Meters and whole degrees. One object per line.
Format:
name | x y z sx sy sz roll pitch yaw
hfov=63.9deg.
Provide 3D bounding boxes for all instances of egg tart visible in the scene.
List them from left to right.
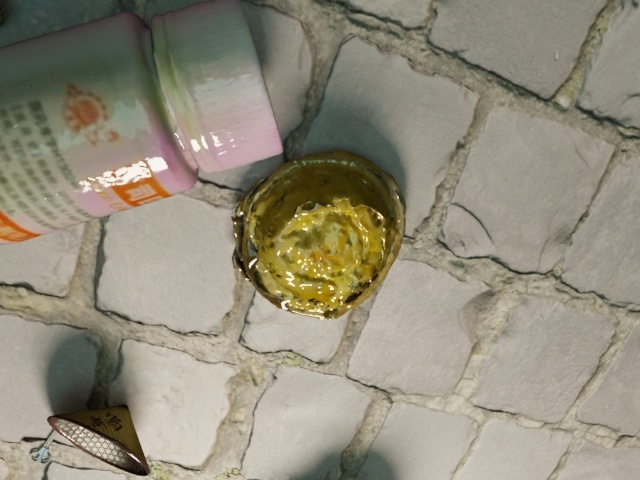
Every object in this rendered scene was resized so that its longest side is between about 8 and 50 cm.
egg tart | 0.000 0.000 0.784 0.290 0.107 0.291 -3 111 -8

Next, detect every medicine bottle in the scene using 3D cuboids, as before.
medicine bottle | -0.255 -0.147 0.627 0.388 0.219 0.219 -18 113 -3

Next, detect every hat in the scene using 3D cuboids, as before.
hat | -0.355 0.318 0.876 0.193 0.082 0.193 17 141 14

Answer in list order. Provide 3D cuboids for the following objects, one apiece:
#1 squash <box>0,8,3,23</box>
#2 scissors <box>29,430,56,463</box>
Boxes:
squash | -0.435 -0.330 0.604 0.105 0.105 0.132 -2 93 -8
scissors | -0.484 0.362 0.908 0.036 0.006 0.083 29 105 -16
